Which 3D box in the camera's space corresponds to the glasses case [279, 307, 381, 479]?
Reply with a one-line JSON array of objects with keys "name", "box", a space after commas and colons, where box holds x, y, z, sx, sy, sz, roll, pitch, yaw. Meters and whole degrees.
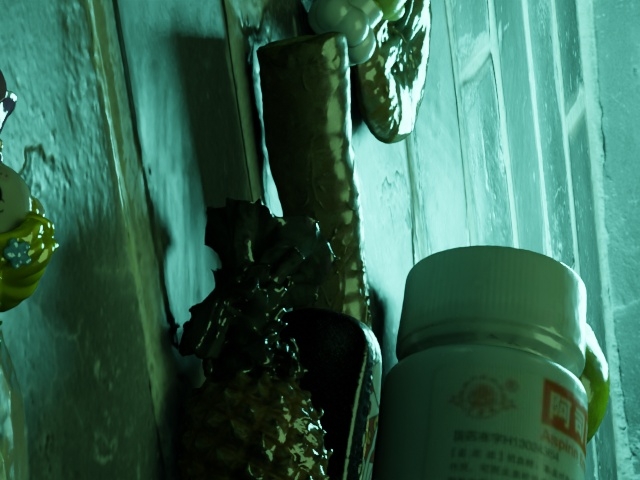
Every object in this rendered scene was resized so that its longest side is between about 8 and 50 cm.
[{"name": "glasses case", "box": [-0.015, 0.183, 1.291, 0.067, 0.103, 0.266, 30, 67, -60]}]

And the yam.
[{"name": "yam", "box": [0.000, 0.000, 1.441, 0.081, 0.081, 0.356, -41, 128, -68]}]

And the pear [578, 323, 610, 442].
[{"name": "pear", "box": [0.250, 0.178, 2.031, 0.200, 0.200, 0.200, -2, 90, -72]}]

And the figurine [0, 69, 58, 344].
[{"name": "figurine", "box": [-0.181, 0.005, 0.865, 0.115, 0.095, 0.156, 98, -19, -62]}]

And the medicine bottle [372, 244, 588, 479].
[{"name": "medicine bottle", "box": [0.161, 0.209, 1.693, 0.211, 0.211, 0.371, 60, 33, -55]}]

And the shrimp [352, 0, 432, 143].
[{"name": "shrimp", "box": [0.061, -0.235, 1.667, 0.168, 0.077, 0.317, -68, 153, -46]}]

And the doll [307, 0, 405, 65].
[{"name": "doll", "box": [0.049, -0.232, 1.562, 0.162, 0.062, 0.106, -54, 145, -16]}]

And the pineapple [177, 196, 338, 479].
[{"name": "pineapple", "box": [-0.048, 0.082, 1.232, 0.119, 0.111, 0.237, 44, 45, -74]}]
